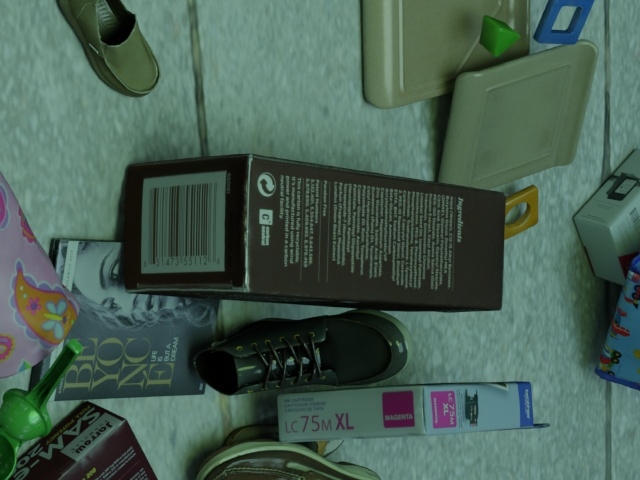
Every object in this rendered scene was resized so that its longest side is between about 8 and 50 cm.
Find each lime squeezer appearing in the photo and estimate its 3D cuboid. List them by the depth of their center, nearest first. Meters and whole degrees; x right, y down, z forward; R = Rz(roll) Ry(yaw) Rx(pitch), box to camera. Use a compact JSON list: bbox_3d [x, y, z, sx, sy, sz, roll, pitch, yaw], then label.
[{"bbox_3d":[-0.306,0.184,1.652,0.310,0.059,0.110,-46,161,18],"label":"lime squeezer"}]

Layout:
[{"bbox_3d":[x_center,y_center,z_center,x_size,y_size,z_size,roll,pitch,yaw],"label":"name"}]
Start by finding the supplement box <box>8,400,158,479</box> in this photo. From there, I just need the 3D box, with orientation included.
[{"bbox_3d":[-0.219,0.297,1.800,0.130,0.073,0.239,-41,128,-28],"label":"supplement box"}]

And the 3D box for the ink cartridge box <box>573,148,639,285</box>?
[{"bbox_3d":[0.412,-0.032,2.319,0.150,0.063,0.109,-45,130,-25],"label":"ink cartridge box"}]

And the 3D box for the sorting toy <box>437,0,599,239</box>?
[{"bbox_3d":[0.225,-0.146,2.085,0.196,0.047,0.347,-16,133,-28],"label":"sorting toy"}]

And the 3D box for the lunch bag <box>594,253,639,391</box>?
[{"bbox_3d":[0.502,0.045,2.335,0.293,0.138,0.221,-49,158,-39],"label":"lunch bag"}]

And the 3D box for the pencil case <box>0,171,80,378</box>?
[{"bbox_3d":[-0.326,-0.011,1.579,0.124,0.124,0.284,-46,128,-25],"label":"pencil case"}]

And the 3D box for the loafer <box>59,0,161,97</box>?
[{"bbox_3d":[-0.196,-0.191,1.692,0.056,0.050,0.148,-54,132,-18],"label":"loafer"}]

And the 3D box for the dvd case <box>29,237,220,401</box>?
[{"bbox_3d":[-0.192,0.081,1.801,0.221,0.018,0.164,2,101,-44],"label":"dvd case"}]

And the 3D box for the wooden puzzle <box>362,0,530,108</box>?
[{"bbox_3d":[0.141,-0.276,2.005,0.239,0.044,0.220,-16,113,-36],"label":"wooden puzzle"}]

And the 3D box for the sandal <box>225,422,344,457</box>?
[{"bbox_3d":[-0.030,0.229,1.980,0.180,0.049,0.072,-9,109,-42],"label":"sandal"}]

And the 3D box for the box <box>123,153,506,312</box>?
[{"bbox_3d":[0.000,0.000,1.827,0.381,0.191,0.143,4,86,-44],"label":"box"}]

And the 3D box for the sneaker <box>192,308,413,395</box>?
[{"bbox_3d":[-0.018,0.126,1.826,0.118,0.222,0.083,-21,102,-52],"label":"sneaker"}]

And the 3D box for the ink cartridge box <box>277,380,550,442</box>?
[{"bbox_3d":[0.112,0.191,1.979,0.311,0.186,0.065,10,76,-57],"label":"ink cartridge box"}]

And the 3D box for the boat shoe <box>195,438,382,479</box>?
[{"bbox_3d":[-0.014,0.284,1.932,0.257,0.095,0.095,13,121,-36],"label":"boat shoe"}]
